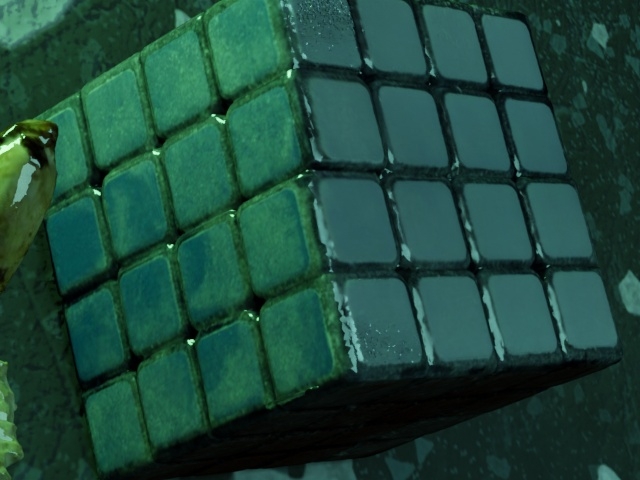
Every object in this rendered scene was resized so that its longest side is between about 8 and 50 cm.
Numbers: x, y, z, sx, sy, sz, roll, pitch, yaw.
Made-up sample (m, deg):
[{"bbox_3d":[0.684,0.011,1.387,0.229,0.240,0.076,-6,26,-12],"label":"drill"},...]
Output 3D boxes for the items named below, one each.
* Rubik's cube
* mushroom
[{"bbox_3d":[0.000,0.000,1.568,0.344,0.344,0.337,1,71,-46],"label":"Rubik's cube"},{"bbox_3d":[-0.306,0.071,1.289,0.208,0.301,0.233,8,45,-6],"label":"mushroom"}]
